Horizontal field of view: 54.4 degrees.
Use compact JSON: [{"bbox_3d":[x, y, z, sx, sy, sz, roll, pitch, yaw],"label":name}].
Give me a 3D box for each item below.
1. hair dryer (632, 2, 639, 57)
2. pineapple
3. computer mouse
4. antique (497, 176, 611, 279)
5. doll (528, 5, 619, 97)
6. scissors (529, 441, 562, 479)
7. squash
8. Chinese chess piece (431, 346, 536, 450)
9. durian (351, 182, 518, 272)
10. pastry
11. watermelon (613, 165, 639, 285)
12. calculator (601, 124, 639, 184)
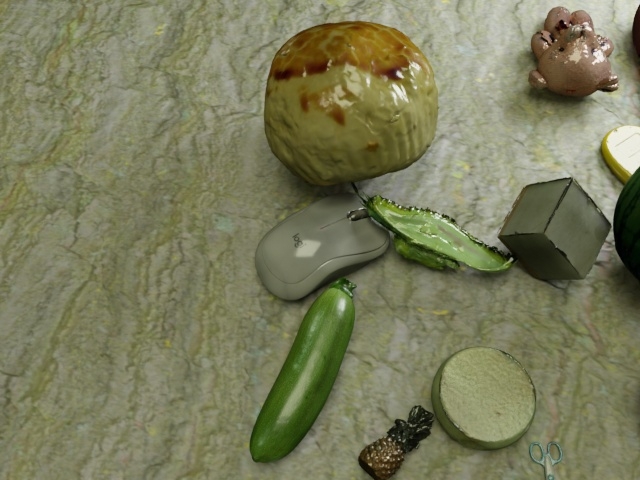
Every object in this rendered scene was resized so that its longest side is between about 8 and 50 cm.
[{"bbox_3d":[0.914,-0.442,1.472,0.341,0.123,0.312,5,74,-4],"label":"hair dryer"},{"bbox_3d":[0.144,0.367,1.138,0.159,0.074,0.074,-37,65,-22],"label":"pineapple"},{"bbox_3d":[0.000,0.000,1.311,0.297,0.121,0.184,-27,62,-7],"label":"computer mouse"},{"bbox_3d":[0.458,-0.020,1.242,0.152,0.148,0.146,43,69,-20],"label":"antique"},{"bbox_3d":[0.602,-0.478,1.479,0.201,0.156,0.303,5,59,10],"label":"doll"},{"bbox_3d":[0.410,0.419,1.110,0.058,0.014,0.119,-4,59,5],"label":"scissors"},{"bbox_3d":[-0.019,0.243,1.194,0.107,0.107,0.395,20,65,15],"label":"squash"},{"bbox_3d":[0.300,0.291,1.153,0.189,0.083,0.188,-1,62,2],"label":"Chinese chess piece"},{"bbox_3d":[0.222,-0.015,1.296,0.375,0.106,0.132,23,72,8],"label":"durian"},{"bbox_3d":[0.059,-0.300,1.316,0.389,0.312,0.388,-13,27,7],"label":"pastry"},{"bbox_3d":[0.720,-0.036,1.128,0.364,0.363,0.363,-2,63,5],"label":"watermelon"},{"bbox_3d":[0.725,-0.165,1.368,0.146,0.032,0.235,-33,63,-11],"label":"calculator"}]
